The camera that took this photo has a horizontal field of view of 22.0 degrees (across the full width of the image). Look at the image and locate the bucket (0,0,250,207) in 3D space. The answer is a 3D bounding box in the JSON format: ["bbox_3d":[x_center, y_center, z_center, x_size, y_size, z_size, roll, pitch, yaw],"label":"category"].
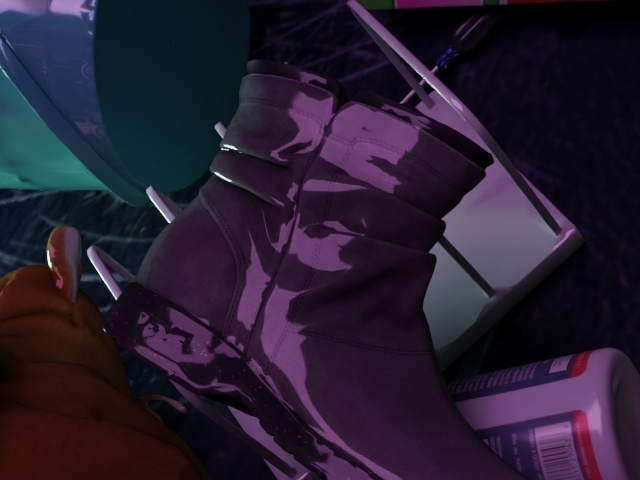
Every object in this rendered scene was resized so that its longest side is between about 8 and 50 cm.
[{"bbox_3d":[-0.192,-0.162,1.337,0.183,0.281,0.281,6,66,27],"label":"bucket"}]

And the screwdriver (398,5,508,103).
[{"bbox_3d":[0.084,-0.126,1.296,0.170,0.024,0.025,-46,19,2],"label":"screwdriver"}]

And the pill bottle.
[{"bbox_3d":[0.116,0.137,1.052,0.180,0.108,0.108,-14,55,25],"label":"pill bottle"}]

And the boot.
[{"bbox_3d":[0.046,0.035,0.981,0.338,0.118,0.223,31,87,18],"label":"boot"}]

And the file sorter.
[{"bbox_3d":[0.000,0.000,1.171,0.277,0.173,0.193,-43,47,3],"label":"file sorter"}]

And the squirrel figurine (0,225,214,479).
[{"bbox_3d":[-0.229,0.125,1.107,0.281,0.397,0.370,-40,34,18],"label":"squirrel figurine"}]

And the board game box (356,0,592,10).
[{"bbox_3d":[0.145,-0.297,1.218,0.316,0.242,0.064,2,30,34],"label":"board game box"}]
